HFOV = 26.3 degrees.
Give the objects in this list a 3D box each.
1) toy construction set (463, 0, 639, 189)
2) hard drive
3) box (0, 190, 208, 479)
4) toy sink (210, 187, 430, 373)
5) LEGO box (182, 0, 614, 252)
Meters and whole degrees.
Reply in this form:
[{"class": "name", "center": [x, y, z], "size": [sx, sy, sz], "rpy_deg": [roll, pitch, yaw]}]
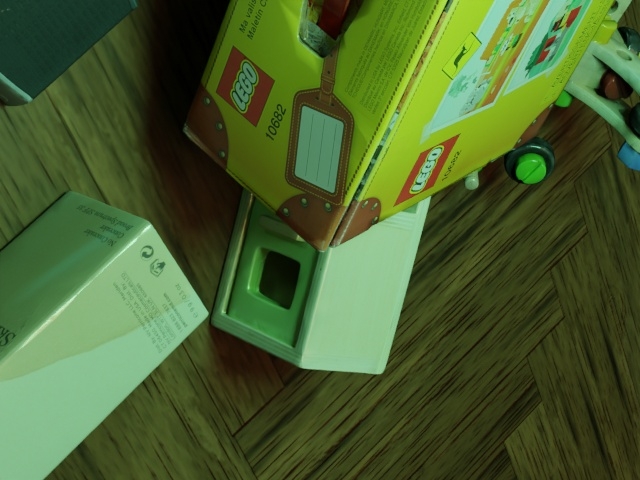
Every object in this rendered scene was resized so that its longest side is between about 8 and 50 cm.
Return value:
[{"class": "toy construction set", "center": [0.281, -0.246, 1.552], "size": [0.237, 0.257, 0.309], "rpy_deg": [-87, 176, -49]}, {"class": "hard drive", "center": [-0.267, -0.240, 1.118], "size": [0.172, 0.054, 0.255], "rpy_deg": [-43, 130, -9]}, {"class": "box", "center": [-0.266, 0.111, 1.191], "size": [0.311, 0.148, 0.121], "rpy_deg": [-46, 129, -23]}, {"class": "toy sink", "center": [0.000, 0.000, 1.392], "size": [0.131, 0.152, 0.234], "rpy_deg": [10, 98, -43]}, {"class": "LEGO box", "center": [0.133, -0.278, 1.200], "size": [0.372, 0.193, 0.500], "rpy_deg": [-28, 152, -46]}]
